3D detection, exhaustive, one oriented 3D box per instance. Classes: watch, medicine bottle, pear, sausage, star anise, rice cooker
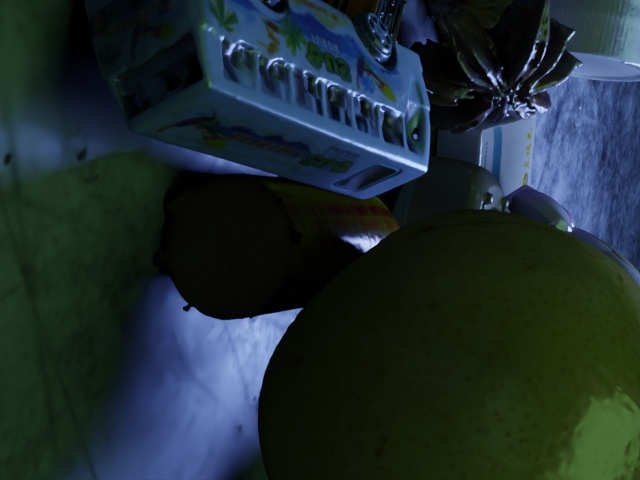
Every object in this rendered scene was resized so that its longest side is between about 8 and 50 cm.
[{"bbox_3d":[0.269,0.083,1.209,0.217,0.248,0.211,-43,143,-5],"label":"watch"},{"bbox_3d":[0.387,-0.415,1.317,0.211,0.211,0.371,7,93,-60],"label":"medicine bottle"},{"bbox_3d":[0.128,0.142,0.788,0.348,0.348,0.348,-29,124,-53],"label":"pear"},{"bbox_3d":[0.002,0.000,0.889,0.317,0.125,0.117,-5,104,-60],"label":"sausage"},{"bbox_3d":[0.192,-0.189,1.088,0.236,0.229,0.093,11,59,-43],"label":"star anise"},{"bbox_3d":[0.147,0.005,1.142,0.145,0.127,0.206,9,84,-59],"label":"rice cooker"}]

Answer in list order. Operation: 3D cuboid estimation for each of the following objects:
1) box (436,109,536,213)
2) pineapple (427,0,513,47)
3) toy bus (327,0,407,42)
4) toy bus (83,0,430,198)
[{"bbox_3d":[0.213,0.006,1.313,0.200,0.065,0.343,-22,119,-55],"label":"box"},{"bbox_3d":[0.185,-0.298,1.089,0.079,0.135,0.233,-62,145,-27],"label":"pineapple"},{"bbox_3d":[0.047,-0.232,0.935,0.069,0.074,0.162,38,65,-66],"label":"toy bus"},{"bbox_3d":[-0.024,-0.123,0.756,0.329,0.109,0.136,11,59,-55],"label":"toy bus"}]
